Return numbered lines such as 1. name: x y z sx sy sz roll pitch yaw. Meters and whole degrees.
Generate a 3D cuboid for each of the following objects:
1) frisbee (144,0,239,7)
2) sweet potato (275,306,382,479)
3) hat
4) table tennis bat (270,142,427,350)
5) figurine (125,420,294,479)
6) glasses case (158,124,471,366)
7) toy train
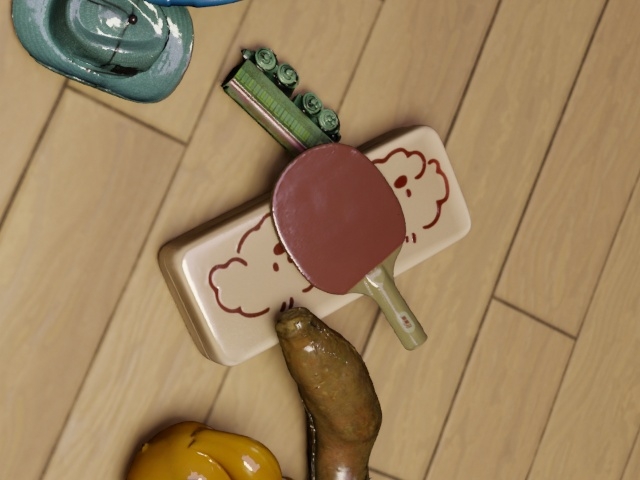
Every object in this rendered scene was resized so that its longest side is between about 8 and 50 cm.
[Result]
1. frisbee: -0.110 -0.315 1.068 0.242 0.045 0.242 -3 61 6
2. sweet potato: 0.016 0.181 1.157 0.112 0.085 0.285 -58 147 -45
3. hat: -0.204 -0.215 1.072 0.191 0.078 0.138 24 80 -24
4. table tennis bat: 0.040 0.012 1.148 0.138 0.022 0.246 -37 105 -18
5. figurine: -0.090 0.297 1.115 0.228 0.215 0.215 25 82 -39
6. glasses case: 0.000 0.000 1.180 0.336 0.076 0.144 -29 105 -21
7. toy train: -0.039 -0.145 1.173 0.148 0.038 0.071 43 67 -19
